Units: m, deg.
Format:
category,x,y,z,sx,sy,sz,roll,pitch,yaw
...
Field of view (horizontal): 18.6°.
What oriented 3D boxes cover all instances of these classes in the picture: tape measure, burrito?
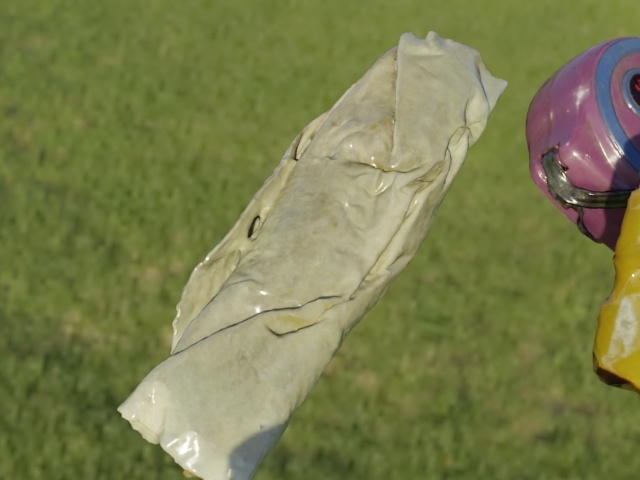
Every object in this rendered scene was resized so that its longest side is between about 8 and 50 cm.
category,x,y,z,sx,sy,sz,roll,pitch,yaw
tape measure,0.170,-0.047,1.073,0.118,0.074,0.125,38,48,-15
burrito,0.000,0.000,1.318,0.117,0.076,0.392,32,61,4

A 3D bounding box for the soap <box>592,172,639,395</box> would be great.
category,x,y,z,sx,sy,sz,roll,pitch,yaw
soap,0.234,0.010,0.794,0.257,0.160,0.080,-23,3,31
